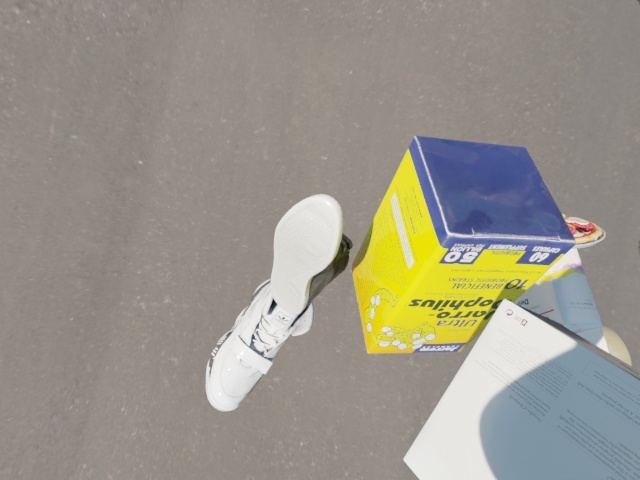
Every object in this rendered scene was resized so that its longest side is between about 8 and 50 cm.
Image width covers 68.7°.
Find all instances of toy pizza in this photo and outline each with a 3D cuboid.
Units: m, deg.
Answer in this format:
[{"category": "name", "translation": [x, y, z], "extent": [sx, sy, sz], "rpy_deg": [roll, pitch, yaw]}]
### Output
[{"category": "toy pizza", "translation": [0.455, -0.030, 0.937], "extent": [0.202, 0.201, 0.032], "rpy_deg": [-8, 109, -15]}]

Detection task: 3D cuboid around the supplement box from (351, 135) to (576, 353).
[{"category": "supplement box", "translation": [0.201, 0.029, 0.787], "extent": [0.195, 0.356, 0.195], "rpy_deg": [2, 53, -13]}]

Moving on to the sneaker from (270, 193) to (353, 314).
[{"category": "sneaker", "translation": [0.000, 0.000, 0.810], "extent": [0.105, 0.295, 0.147], "rpy_deg": [36, 52, 13]}]

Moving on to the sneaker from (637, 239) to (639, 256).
[{"category": "sneaker", "translation": [0.462, 0.080, 0.605], "extent": [0.106, 0.290, 0.123], "rpy_deg": [40, 113, -6]}]

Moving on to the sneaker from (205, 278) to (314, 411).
[{"category": "sneaker", "translation": [-0.141, 0.229, 1.119], "extent": [0.137, 0.210, 0.365], "rpy_deg": [35, 62, -13]}]

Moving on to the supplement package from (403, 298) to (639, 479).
[{"category": "supplement package", "translation": [0.233, 0.201, 0.449], "extent": [0.149, 0.194, 0.203], "rpy_deg": [23, 100, -38]}]

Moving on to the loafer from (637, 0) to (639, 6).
[{"category": "loafer", "translation": [0.421, -0.285, 0.527], "extent": [0.056, 0.148, 0.050], "rpy_deg": [-25, 100, 9]}]

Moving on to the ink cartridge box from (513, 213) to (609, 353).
[{"category": "ink cartridge box", "translation": [0.511, 0.130, 1.113], "extent": [0.119, 0.207, 0.352], "rpy_deg": [6, 63, -23]}]

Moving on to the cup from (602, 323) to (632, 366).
[{"category": "cup", "translation": [0.719, 0.350, 1.338], "extent": [0.237, 0.331, 0.330], "rpy_deg": [-16, 94, -4]}]
